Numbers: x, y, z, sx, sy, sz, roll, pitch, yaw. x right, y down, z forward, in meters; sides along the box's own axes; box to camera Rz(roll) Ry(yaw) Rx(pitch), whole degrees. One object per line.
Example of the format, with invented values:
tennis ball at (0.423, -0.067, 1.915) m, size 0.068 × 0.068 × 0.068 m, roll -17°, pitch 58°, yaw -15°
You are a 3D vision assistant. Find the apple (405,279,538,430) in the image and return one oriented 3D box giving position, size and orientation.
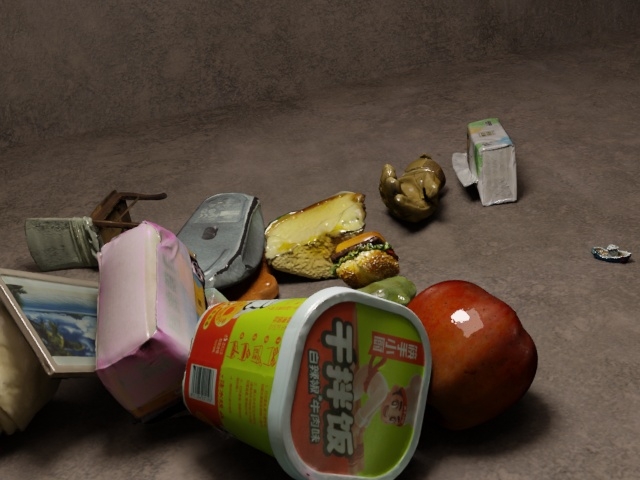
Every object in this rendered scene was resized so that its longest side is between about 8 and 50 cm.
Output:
apple at (0.223, 0.182, 1.270) m, size 0.234 × 0.233 × 0.234 m, roll -7°, pitch 25°, yaw 3°

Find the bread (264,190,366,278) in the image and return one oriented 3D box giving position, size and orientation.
bread at (0.009, 0.003, 1.814) m, size 0.252 × 0.133 × 0.174 m, roll -23°, pitch 30°, yaw 10°

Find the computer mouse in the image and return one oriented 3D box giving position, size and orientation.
computer mouse at (-0.225, 0.028, 1.752) m, size 0.203 × 0.114 × 0.374 m, roll 0°, pitch 34°, yaw 16°

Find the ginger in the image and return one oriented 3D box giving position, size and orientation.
ginger at (0.053, 0.130, 1.584) m, size 0.290 × 0.089 × 0.137 m, roll -17°, pitch -1°, yaw -5°

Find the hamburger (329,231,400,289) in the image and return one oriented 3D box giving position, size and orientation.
hamburger at (0.095, 0.055, 1.672) m, size 0.137 × 0.166 × 0.087 m, roll -25°, pitch 62°, yaw 15°

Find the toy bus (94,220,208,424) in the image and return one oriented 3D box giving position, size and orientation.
toy bus at (-0.295, 0.116, 1.422) m, size 0.171 × 0.162 × 0.386 m, roll -26°, pitch 37°, yaw 5°

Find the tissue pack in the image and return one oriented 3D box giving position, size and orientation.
tissue pack at (0.418, -0.204, 2.096) m, size 0.145 × 0.159 × 0.229 m, roll -7°, pitch 25°, yaw 5°

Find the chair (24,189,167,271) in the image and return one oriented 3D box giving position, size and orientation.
chair at (-0.543, -0.020, 2.017) m, size 0.319 × 0.160 × 0.186 m, roll 1°, pitch 32°, yaw 18°

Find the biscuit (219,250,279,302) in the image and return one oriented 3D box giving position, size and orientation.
biscuit at (-0.191, 0.107, 1.756) m, size 0.202 × 0.047 × 0.334 m, roll -11°, pitch 23°, yaw -1°

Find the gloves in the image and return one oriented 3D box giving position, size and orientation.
gloves at (0.225, -0.122, 2.009) m, size 0.154 × 0.141 × 0.331 m, roll 27°, pitch 24°, yaw 11°

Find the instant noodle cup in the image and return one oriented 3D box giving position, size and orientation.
instant noodle cup at (-0.040, 0.202, 1.206) m, size 0.294 × 0.293 × 0.308 m, roll -28°, pitch 18°, yaw -36°

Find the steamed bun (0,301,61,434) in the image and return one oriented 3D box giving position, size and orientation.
steamed bun at (-0.615, 0.232, 1.392) m, size 0.289 × 0.275 × 0.203 m, roll 20°, pitch 41°, yaw 4°

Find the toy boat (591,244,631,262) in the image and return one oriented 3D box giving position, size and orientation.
toy boat at (0.609, 0.025, 1.689) m, size 0.083 × 0.038 × 0.038 m, roll 11°, pitch 31°, yaw 37°

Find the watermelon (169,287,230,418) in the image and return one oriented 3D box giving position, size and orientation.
watermelon at (-0.220, 0.213, 1.480) m, size 0.193 × 0.139 × 0.256 m, roll -10°, pitch 31°, yaw 16°

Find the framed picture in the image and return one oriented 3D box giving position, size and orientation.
framed picture at (-0.423, 0.150, 1.423) m, size 0.024 × 0.232 × 0.315 m, roll -43°, pitch -20°, yaw 9°
